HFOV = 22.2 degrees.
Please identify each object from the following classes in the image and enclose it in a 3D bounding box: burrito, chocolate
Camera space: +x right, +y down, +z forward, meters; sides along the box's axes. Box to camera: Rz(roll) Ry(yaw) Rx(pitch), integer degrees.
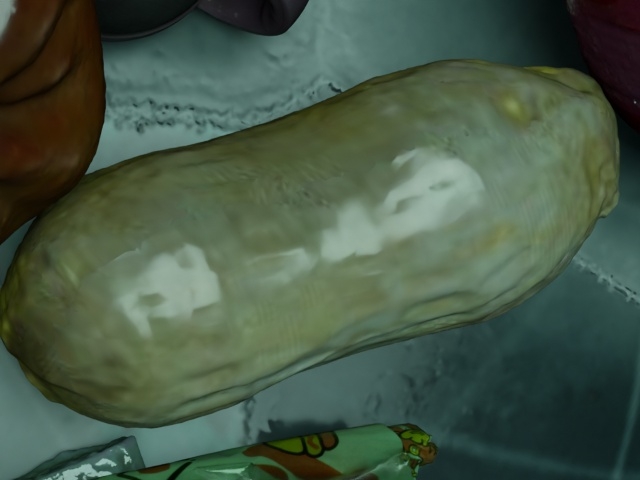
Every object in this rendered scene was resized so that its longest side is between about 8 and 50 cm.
[{"bbox_3d":[-0.077,0.155,0.733,0.288,0.054,0.104,-10,88,-18],"label":"burrito"},{"bbox_3d":[0.000,0.000,0.773,0.309,0.134,0.134,-21,91,-13],"label":"chocolate"}]

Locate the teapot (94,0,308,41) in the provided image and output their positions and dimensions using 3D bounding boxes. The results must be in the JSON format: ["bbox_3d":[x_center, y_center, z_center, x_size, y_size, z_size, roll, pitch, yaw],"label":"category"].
[{"bbox_3d":[-0.082,-0.145,0.750,0.116,0.146,0.148,-31,94,-16],"label":"teapot"}]

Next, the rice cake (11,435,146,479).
[{"bbox_3d":[-0.178,0.165,0.752,0.226,0.040,0.085,-19,91,-16],"label":"rice cake"}]

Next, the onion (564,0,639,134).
[{"bbox_3d":[0.242,-0.158,0.795,0.276,0.276,0.276,1,85,-15],"label":"onion"}]

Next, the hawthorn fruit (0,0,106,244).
[{"bbox_3d":[-0.241,-0.100,0.658,0.298,0.277,0.277,36,74,27],"label":"hawthorn fruit"}]
